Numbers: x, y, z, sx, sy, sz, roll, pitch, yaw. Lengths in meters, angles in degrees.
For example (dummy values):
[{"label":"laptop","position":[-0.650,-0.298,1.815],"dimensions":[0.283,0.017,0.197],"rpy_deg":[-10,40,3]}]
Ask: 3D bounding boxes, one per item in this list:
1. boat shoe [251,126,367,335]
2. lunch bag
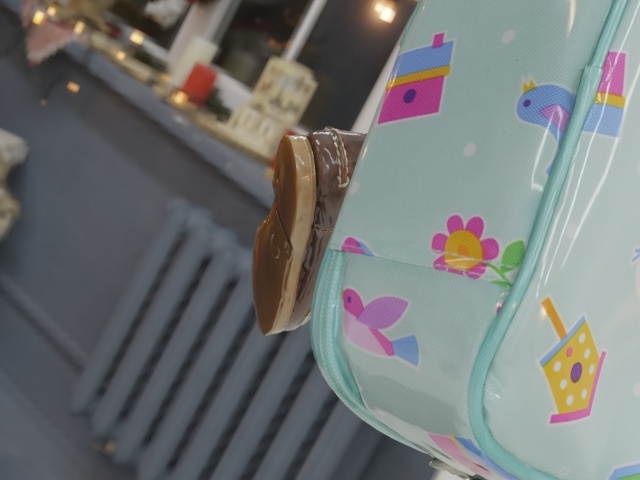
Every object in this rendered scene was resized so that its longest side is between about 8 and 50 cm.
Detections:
[{"label":"boat shoe","position":[0.000,0.000,0.945],"dimensions":[0.073,0.207,0.073],"rpy_deg":[-7,63,-17]},{"label":"lunch bag","position":[0.125,-0.019,0.562],"dimensions":[0.108,0.279,0.224],"rpy_deg":[11,-13,46]}]
